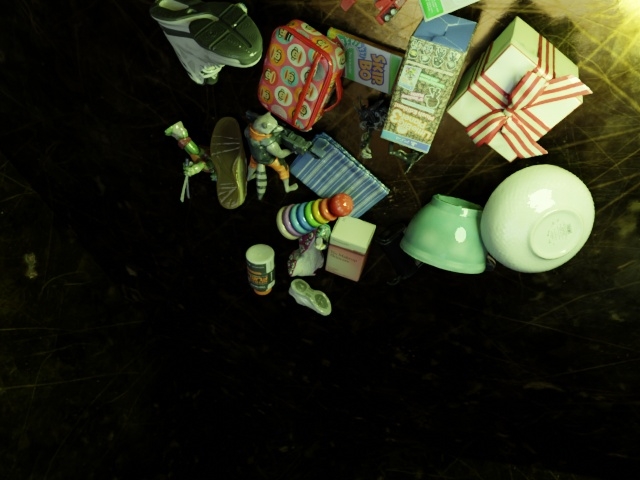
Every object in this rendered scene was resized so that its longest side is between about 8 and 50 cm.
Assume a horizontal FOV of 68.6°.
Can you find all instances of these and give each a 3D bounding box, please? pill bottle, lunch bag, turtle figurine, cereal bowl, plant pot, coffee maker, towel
[{"bbox_3d":[-0.274,0.145,2.182,0.131,0.130,0.245,16,135,14],"label":"pill bottle"},{"bbox_3d":[-0.050,-0.496,1.456,0.258,0.120,0.293,36,139,7],"label":"lunch bag"},{"bbox_3d":[-0.528,-0.306,1.832,0.275,0.197,0.266,-29,104,20],"label":"turtle figurine"},{"bbox_3d":[0.664,-0.046,1.399,0.339,0.141,0.338,-3,114,-6],"label":"cereal bowl"},{"bbox_3d":[0.435,-0.038,1.568,0.293,0.293,0.196,18,108,12],"label":"plant pot"},{"bbox_3d":[0.292,0.050,1.773,0.120,0.171,0.178,-7,126,52],"label":"coffee maker"},{"bbox_3d":[0.060,-0.222,1.736,0.336,0.040,0.243,39,137,-11],"label":"towel"}]

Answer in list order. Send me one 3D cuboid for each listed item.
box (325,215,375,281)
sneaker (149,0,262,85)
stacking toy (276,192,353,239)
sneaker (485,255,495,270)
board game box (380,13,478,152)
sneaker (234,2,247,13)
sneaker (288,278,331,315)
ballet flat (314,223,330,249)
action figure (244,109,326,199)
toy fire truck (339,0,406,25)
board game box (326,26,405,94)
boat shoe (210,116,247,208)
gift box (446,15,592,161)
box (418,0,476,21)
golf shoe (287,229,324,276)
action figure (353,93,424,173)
[{"bbox_3d":[0.115,0.032,1.861,0.149,0.126,0.232,19,143,10],"label":"box"},{"bbox_3d":[-0.319,-0.592,1.468,0.448,0.169,0.257,35,164,27],"label":"sneaker"},{"bbox_3d":[-0.016,-0.106,1.795,0.331,0.141,0.141,-18,120,42],"label":"stacking toy"},{"bbox_3d":[0.552,0.083,1.736,0.178,0.077,0.071,17,137,11],"label":"sneaker"},{"bbox_3d":[0.293,-0.434,1.280,0.141,0.232,0.290,21,137,8],"label":"board game box"},{"bbox_3d":[-0.296,-0.699,1.464,0.135,0.058,0.052,-12,123,35],"label":"sneaker"},{"bbox_3d":[-0.052,0.280,2.237,0.232,0.090,0.115,39,143,2],"label":"sneaker"},{"bbox_3d":[0.000,0.000,1.810,0.070,0.070,0.188,20,156,10],"label":"ballet flat"},{"bbox_3d":[-0.158,-0.296,1.651,0.342,0.178,0.330,28,147,23],"label":"action figure"},{"bbox_3d":[0.161,-0.665,1.267,0.135,0.047,0.192,44,134,-14],"label":"toy fire truck"},{"bbox_3d":[0.134,-0.536,1.413,0.260,0.039,0.124,21,138,5],"label":"board game box"},{"bbox_3d":[-0.341,-0.296,1.789,0.122,0.110,0.340,5,104,12],"label":"boat shoe"},{"bbox_3d":[0.515,-0.376,1.200,0.277,0.258,0.255,33,137,-3],"label":"gift box"},{"bbox_3d":[0.346,-0.632,1.048,0.231,0.261,0.126,-9,125,32],"label":"box"},{"bbox_3d":[-0.035,0.046,2.004,0.140,0.115,0.306,12,137,-19],"label":"golf shoe"},{"bbox_3d":[0.203,-0.336,1.486,0.276,0.140,0.164,36,148,-9],"label":"action figure"}]
